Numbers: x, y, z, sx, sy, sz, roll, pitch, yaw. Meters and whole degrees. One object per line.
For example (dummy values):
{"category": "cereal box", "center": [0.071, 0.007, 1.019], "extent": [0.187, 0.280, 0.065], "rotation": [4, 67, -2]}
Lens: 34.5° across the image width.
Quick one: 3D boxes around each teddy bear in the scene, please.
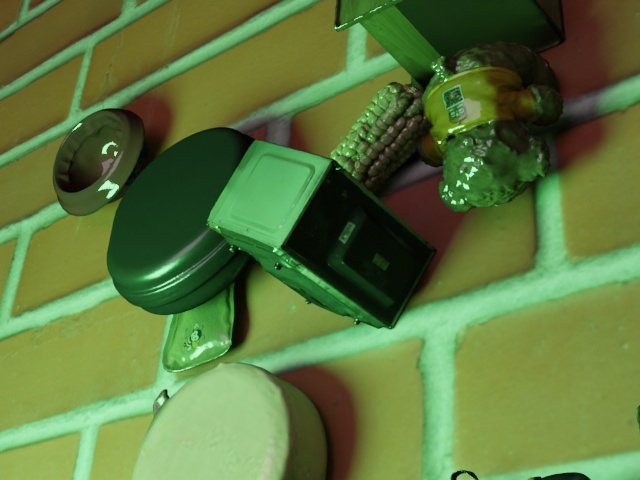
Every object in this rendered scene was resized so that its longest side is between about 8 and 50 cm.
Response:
{"category": "teddy bear", "center": [0.181, -0.123, 1.137], "extent": [0.177, 0.140, 0.190], "rotation": [-26, 55, 25]}

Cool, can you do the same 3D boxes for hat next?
{"category": "hat", "center": [-0.350, -0.122, 1.679], "extent": [0.205, 0.089, 0.206], "rotation": [-20, 54, 30]}

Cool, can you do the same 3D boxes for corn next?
{"category": "corn", "center": [0.057, -0.103, 1.274], "extent": [0.211, 0.087, 0.087], "rotation": [-50, 40, 8]}

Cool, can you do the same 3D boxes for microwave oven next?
{"category": "microwave oven", "center": [0.000, 0.000, 1.158], "extent": [0.163, 0.205, 0.129], "rotation": [22, 78, 51]}

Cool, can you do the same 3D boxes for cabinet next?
{"category": "cabinet", "center": [0.154, -0.302, 1.252], "extent": [0.215, 0.174, 0.148], "rotation": [-22, 49, 33]}

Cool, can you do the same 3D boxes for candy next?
{"category": "candy", "center": [-0.109, 0.256, 1.163], "extent": [0.255, 0.094, 0.255], "rotation": [-25, 47, 30]}

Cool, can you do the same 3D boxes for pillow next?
{"category": "pillow", "center": [-0.157, 0.076, 1.387], "extent": [0.130, 0.033, 0.218], "rotation": [-21, 47, 28]}

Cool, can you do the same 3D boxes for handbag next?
{"category": "handbag", "center": [-0.171, -0.031, 1.399], "extent": [0.253, 0.093, 0.308], "rotation": [-26, 35, 18]}

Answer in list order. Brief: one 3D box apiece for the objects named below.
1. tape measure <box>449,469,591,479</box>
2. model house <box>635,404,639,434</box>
{"category": "tape measure", "center": [0.166, 0.249, 0.891], "extent": [0.179, 0.107, 0.104], "rotation": [-4, 63, 39]}
{"category": "model house", "center": [0.315, 0.163, 0.833], "extent": [0.165, 0.106, 0.152], "rotation": [-172, 103, -85]}
